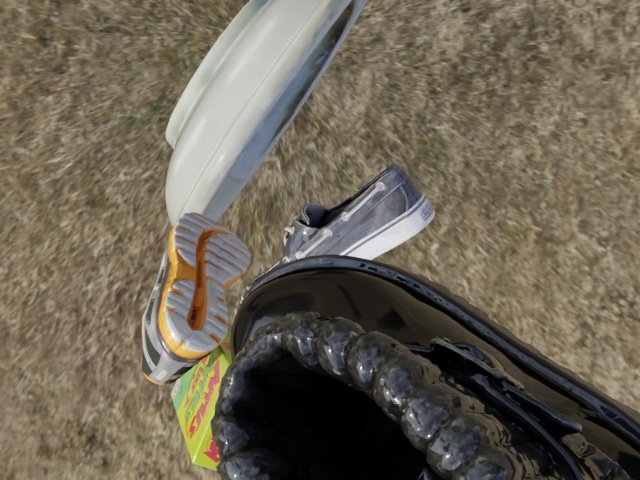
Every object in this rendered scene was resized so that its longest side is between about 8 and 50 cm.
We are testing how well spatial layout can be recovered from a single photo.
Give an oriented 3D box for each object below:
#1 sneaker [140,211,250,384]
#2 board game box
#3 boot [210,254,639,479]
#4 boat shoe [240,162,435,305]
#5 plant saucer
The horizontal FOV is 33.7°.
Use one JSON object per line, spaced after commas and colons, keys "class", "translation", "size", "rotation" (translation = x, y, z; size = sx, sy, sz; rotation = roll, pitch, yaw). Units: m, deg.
{"class": "sneaker", "translation": [-0.128, 0.049, 1.009], "size": [0.084, 0.215, 0.083], "rotation": [31, 122, -12]}
{"class": "board game box", "translation": [-0.097, 0.141, 1.005], "size": [0.043, 0.181, 0.092], "rotation": [22, 95, -17]}
{"class": "boot", "translation": [0.018, 0.089, 0.560], "size": [0.348, 0.260, 0.131], "rotation": [21, 97, 38]}
{"class": "boat shoe", "translation": [0.000, 0.000, 1.381], "size": [0.301, 0.108, 0.102], "rotation": [-31, 104, 27]}
{"class": "plant saucer", "translation": [-0.080, -0.175, 1.225], "size": [0.101, 0.400, 0.400], "rotation": [34, 97, -1]}
